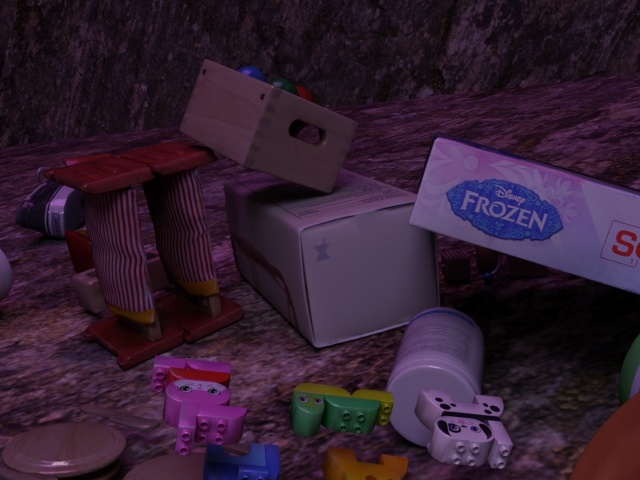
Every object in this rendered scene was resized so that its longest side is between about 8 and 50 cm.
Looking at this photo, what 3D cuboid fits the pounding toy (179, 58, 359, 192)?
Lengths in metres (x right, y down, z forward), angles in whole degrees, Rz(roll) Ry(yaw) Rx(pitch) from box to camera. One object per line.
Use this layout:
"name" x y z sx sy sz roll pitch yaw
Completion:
"pounding toy" -0.059 -0.134 0.825 0.181 0.094 0.206 14 12 -45

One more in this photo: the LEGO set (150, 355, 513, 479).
"LEGO set" 0.007 0.143 0.446 0.227 0.087 0.093 8 22 -10

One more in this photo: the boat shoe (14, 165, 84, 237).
"boat shoe" -0.484 -0.087 1.406 0.104 0.113 0.306 6 27 0

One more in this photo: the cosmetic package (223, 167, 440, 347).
"cosmetic package" 0.000 0.000 0.855 0.153 0.129 0.296 -12 16 -17

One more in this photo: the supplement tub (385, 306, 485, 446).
"supplement tub" 0.091 0.102 0.576 0.070 0.071 0.107 -3 17 17

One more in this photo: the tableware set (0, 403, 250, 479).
"tableware set" -0.140 0.172 0.526 0.194 0.039 0.128 7 10 26

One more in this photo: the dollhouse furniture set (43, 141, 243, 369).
"dollhouse furniture set" -0.259 -0.011 0.895 0.152 0.202 0.374 -20 21 -33

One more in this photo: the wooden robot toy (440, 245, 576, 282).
"wooden robot toy" 0.222 -0.002 0.838 0.173 0.079 0.076 -5 17 12

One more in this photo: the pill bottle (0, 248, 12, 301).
"pill bottle" -0.472 0.070 0.876 0.119 0.119 0.208 -3 18 19

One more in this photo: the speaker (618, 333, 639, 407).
"speaker" 0.259 0.123 0.327 0.131 0.131 0.296 -11 17 -6

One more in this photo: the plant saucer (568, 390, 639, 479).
"plant saucer" 0.166 0.125 0.302 0.037 0.200 0.200 33 8 -16

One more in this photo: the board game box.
"board game box" 0.239 -0.017 0.624 0.317 0.066 0.319 17 11 5
